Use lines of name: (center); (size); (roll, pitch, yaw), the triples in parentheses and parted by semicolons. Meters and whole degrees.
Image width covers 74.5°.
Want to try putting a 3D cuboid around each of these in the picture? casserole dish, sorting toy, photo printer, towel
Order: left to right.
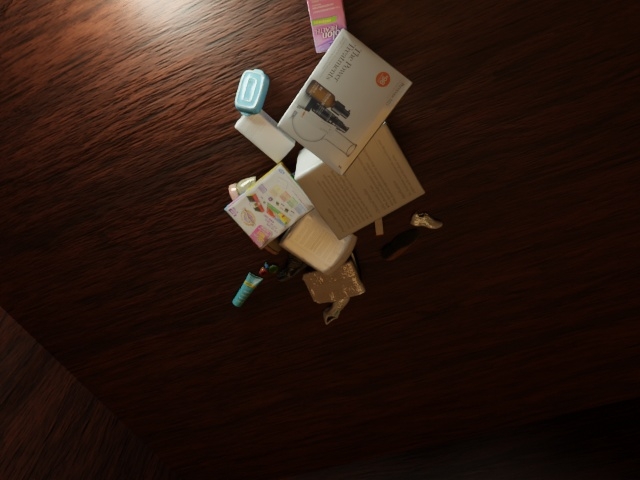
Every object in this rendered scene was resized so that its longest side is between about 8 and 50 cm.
casserole dish: (-0.271, -0.583, 1.642); (0.114, 0.037, 0.188); (17, 90, 6)
sorting toy: (-0.267, 0.142, 2.139); (0.102, 0.042, 0.061); (-21, 135, -1)
photo printer: (0.000, 0.000, 1.956); (0.308, 0.107, 0.256); (34, 97, -10)
towel: (0.062, 0.208, 2.077); (0.282, 0.049, 0.187); (-18, 109, 23)

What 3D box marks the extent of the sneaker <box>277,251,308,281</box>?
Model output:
sneaker: (-0.147, 0.105, 2.086); (0.227, 0.087, 0.130); (-37, 112, 17)

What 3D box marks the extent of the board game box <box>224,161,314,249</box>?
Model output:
board game box: (-0.214, -0.147, 1.816); (0.317, 0.064, 0.242); (-37, 107, 10)

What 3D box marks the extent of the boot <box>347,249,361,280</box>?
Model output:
boot: (0.100, 0.128, 2.096); (0.179, 0.085, 0.236); (-11, 119, 11)

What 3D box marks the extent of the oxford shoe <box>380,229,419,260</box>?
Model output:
oxford shoe: (0.395, 0.025, 2.050); (0.212, 0.076, 0.076); (-37, 144, 18)

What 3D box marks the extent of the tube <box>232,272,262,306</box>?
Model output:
tube: (-0.389, 0.259, 2.207); (0.080, 0.052, 0.207); (25, 113, -26)

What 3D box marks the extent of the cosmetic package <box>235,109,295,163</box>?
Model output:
cosmetic package: (-0.227, -0.445, 1.751); (0.231, 0.085, 0.117); (39, 114, -23)

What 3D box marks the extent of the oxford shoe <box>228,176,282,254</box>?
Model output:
oxford shoe: (-0.260, -0.106, 1.928); (0.147, 0.140, 0.397); (-25, 119, 9)

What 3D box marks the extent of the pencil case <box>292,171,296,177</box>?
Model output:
pencil case: (-0.142, -0.207, 1.898); (0.086, 0.088, 0.206); (24, 127, 30)

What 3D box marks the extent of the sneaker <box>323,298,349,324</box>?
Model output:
sneaker: (0.089, 0.364, 2.233); (0.080, 0.094, 0.212); (28, 117, -14)

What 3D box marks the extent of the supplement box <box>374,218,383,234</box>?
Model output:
supplement box: (0.272, -0.082, 1.977); (0.036, 0.062, 0.098); (-7, 122, 6)

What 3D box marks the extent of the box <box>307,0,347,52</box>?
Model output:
box: (0.020, -0.801, 1.454); (0.117, 0.213, 0.243); (-10, 121, 7)

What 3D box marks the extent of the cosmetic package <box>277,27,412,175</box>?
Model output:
cosmetic package: (0.079, -0.453, 1.416); (0.284, 0.097, 0.377); (37, 108, -3)

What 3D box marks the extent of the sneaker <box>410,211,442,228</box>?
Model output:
sneaker: (0.502, -0.094, 1.973); (0.152, 0.053, 0.061); (8, 118, -4)

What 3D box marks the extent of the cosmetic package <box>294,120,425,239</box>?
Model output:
cosmetic package: (0.149, -0.281, 1.704); (0.394, 0.327, 0.329); (-28, 117, 16)
